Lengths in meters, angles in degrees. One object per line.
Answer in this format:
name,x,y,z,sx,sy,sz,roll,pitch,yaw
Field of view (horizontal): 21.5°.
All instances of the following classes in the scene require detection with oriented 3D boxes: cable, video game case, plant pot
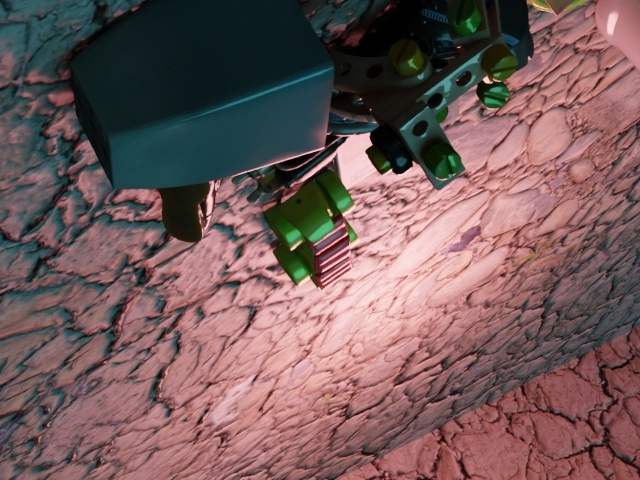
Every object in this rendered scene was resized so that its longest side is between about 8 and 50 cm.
cable,0.011,-0.154,2.121,0.287,0.072,0.139,-39,156,-12
video game case,0.101,-0.163,2.283,0.201,0.023,0.183,-33,159,-8
plant pot,-0.131,-0.158,1.746,0.234,0.165,0.166,-23,156,-14

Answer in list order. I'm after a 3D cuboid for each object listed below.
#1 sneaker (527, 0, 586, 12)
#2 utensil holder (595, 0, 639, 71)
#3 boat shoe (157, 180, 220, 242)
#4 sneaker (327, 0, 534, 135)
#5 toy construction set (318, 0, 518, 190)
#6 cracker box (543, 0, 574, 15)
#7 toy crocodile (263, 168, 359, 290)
sneaker,0.384,-0.393,2.121,0.295,0.109,0.123,-35,163,-4
utensil holder,0.632,-0.272,2.383,0.327,0.385,0.328,-31,159,-13
boat shoe,-0.157,-0.075,2.009,0.207,0.073,0.073,105,5,-63
sneaker,0.102,-0.238,2.043,0.340,0.125,0.140,-26,130,-21
toy construction set,0.125,-0.206,1.815,0.257,0.237,0.309,-15,134,-16
cracker box,0.277,-0.383,1.958,0.155,0.067,0.232,-40,143,9
toy crocodile,0.000,0.000,2.349,0.115,0.105,0.340,-33,159,-8
